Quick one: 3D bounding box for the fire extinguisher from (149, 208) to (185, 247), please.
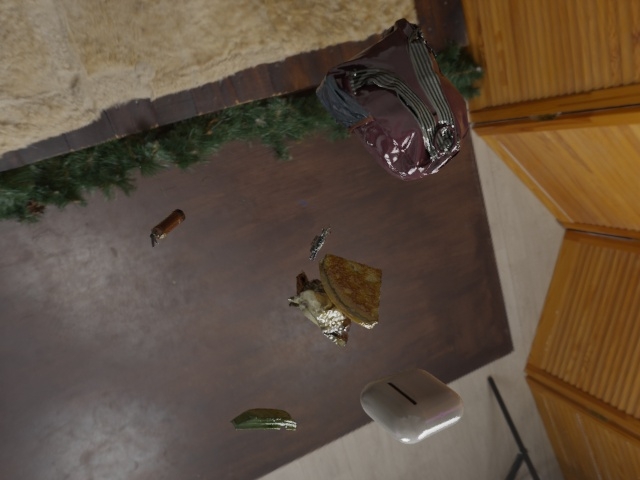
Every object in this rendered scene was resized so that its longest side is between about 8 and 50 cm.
[{"bbox_3d":[-0.514,-0.043,1.639,0.050,0.177,0.062,0,120,20],"label":"fire extinguisher"}]

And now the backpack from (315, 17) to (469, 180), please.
[{"bbox_3d":[0.183,-0.292,1.085,0.283,0.197,0.317,-40,93,-16],"label":"backpack"}]

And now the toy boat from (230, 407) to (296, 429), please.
[{"bbox_3d":[-0.202,0.674,1.849,0.292,0.093,0.055,20,96,-43],"label":"toy boat"}]

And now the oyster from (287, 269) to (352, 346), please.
[{"bbox_3d":[0.015,0.155,1.154,0.100,0.271,0.275,-46,119,-1],"label":"oyster"}]

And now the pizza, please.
[{"bbox_3d":[0.070,0.098,0.983,0.134,0.046,0.175,-12,61,-33],"label":"pizza"}]

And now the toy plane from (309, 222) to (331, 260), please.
[{"bbox_3d":[0.000,0.000,1.406,0.031,0.049,0.121,28,108,-9],"label":"toy plane"}]

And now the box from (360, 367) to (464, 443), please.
[{"bbox_3d":[0.342,0.605,1.837,0.348,0.288,0.141,-5,114,-37],"label":"box"}]
